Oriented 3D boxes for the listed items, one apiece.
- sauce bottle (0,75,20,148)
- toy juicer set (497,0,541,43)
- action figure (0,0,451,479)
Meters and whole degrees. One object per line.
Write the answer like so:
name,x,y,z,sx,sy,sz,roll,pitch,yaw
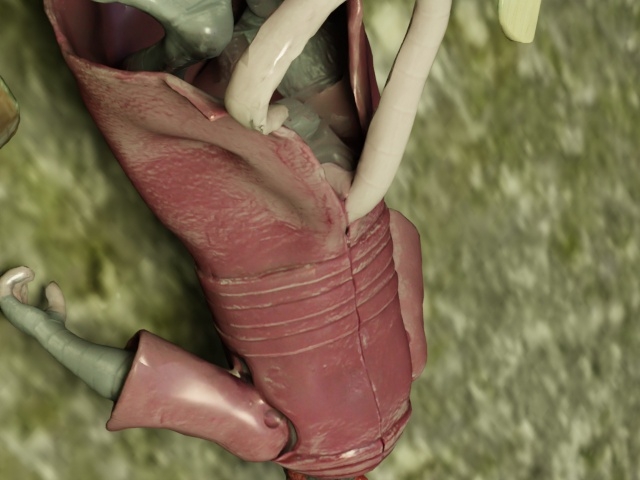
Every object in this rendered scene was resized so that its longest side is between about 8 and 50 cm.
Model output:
sauce bottle,-0.270,0.042,0.775,0.111,0.111,0.344,48,67,-36
toy juicer set,0.023,-0.273,0.939,0.329,0.089,0.209,30,89,-25
action figure,0.000,0.000,0.890,0.248,0.275,0.370,-32,122,-33
